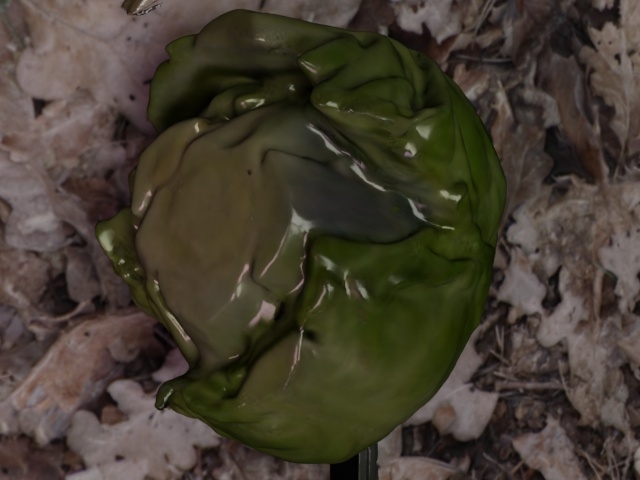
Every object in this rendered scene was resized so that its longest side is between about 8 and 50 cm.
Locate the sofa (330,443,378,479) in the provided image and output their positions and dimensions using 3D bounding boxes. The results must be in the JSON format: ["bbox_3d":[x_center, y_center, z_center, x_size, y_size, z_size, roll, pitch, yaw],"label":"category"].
[{"bbox_3d":[0.053,0.259,2.099,0.060,0.085,0.147,-5,102,-22],"label":"sofa"}]

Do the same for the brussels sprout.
[{"bbox_3d":[0.004,-0.001,1.897,0.361,0.342,0.425,6,103,-54],"label":"brussels sprout"}]

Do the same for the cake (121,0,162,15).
[{"bbox_3d":[-0.157,-0.274,1.912,0.121,0.052,0.065,-36,119,-15],"label":"cake"}]
